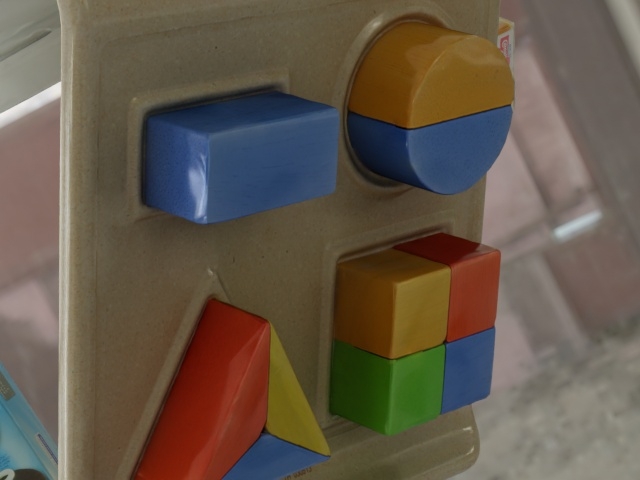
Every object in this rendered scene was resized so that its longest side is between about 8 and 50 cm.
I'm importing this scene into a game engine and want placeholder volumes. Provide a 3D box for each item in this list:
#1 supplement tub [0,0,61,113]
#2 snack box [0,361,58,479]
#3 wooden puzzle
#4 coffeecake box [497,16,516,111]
[{"bbox_3d":[-0.256,-0.248,1.321,0.228,0.316,0.228,-27,11,6],"label":"supplement tub"},{"bbox_3d":[-0.324,0.245,1.433,0.322,0.187,0.060,-33,2,7],"label":"snack box"},{"bbox_3d":[0.000,0.000,1.063,0.080,0.347,0.322,13,20,43],"label":"wooden puzzle"},{"bbox_3d":[0.010,-0.100,1.246,0.185,0.068,0.142,-28,38,-34],"label":"coffeecake box"}]
